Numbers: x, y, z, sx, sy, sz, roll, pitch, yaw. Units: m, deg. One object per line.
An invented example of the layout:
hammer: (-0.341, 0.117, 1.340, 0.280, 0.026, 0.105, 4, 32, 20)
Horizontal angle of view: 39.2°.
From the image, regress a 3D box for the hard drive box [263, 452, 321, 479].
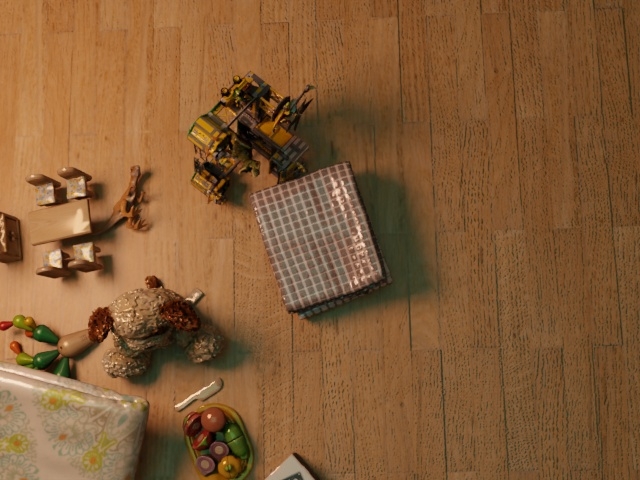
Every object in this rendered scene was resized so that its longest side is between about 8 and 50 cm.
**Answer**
hard drive box: (-0.077, 0.569, 1.791, 0.232, 0.089, 0.181, -44, 79, -5)

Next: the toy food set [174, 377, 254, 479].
toy food set: (-0.221, 0.402, 1.842, 0.128, 0.071, 0.218, -25, 78, -2)

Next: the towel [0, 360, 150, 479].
towel: (-0.550, 0.426, 1.788, 0.374, 0.090, 0.321, 14, 103, 1)

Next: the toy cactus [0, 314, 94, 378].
toy cactus: (-0.569, 0.235, 1.892, 0.180, 0.112, 0.219, -27, 69, -12)

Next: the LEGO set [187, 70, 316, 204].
LEGO set: (-0.131, -0.177, 1.849, 0.192, 0.331, 0.255, 38, 63, 8)

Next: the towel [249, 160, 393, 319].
towel: (0.000, 0.000, 1.874, 0.235, 0.121, 0.284, -19, 83, 0)

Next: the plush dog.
plush dog: (-0.343, 0.157, 1.820, 0.262, 0.225, 0.211, -11, 78, 2)

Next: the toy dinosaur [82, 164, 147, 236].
toy dinosaur: (-0.435, -0.062, 1.966, 0.112, 0.064, 0.212, 34, 89, 37)

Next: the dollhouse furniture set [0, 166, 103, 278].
dollhouse furniture set: (-0.605, -0.032, 1.888, 0.242, 0.161, 0.212, -12, 78, 11)
